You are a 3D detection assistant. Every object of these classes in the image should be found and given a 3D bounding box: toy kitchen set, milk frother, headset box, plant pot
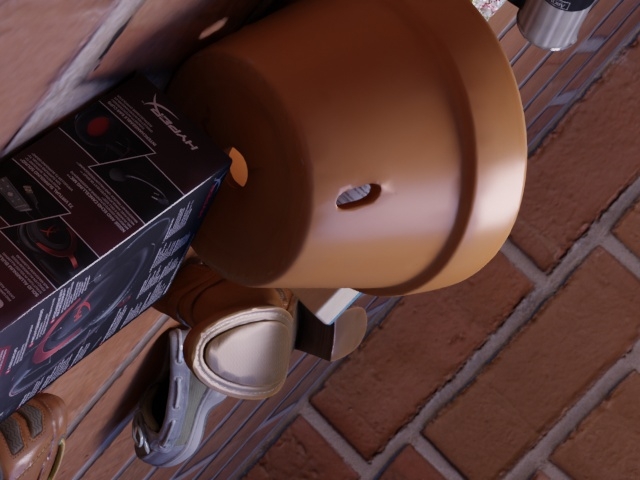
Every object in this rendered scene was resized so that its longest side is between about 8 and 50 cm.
[{"bbox_3d":[0.000,0.000,1.801,0.122,0.207,0.166,-45,151,-1],"label":"toy kitchen set"},{"bbox_3d":[0.307,-0.336,2.057,0.143,0.129,0.135,-34,163,-27],"label":"milk frother"},{"bbox_3d":[-0.227,0.032,1.278,0.293,0.110,0.218,-40,169,-36],"label":"headset box"},{"bbox_3d":[0.001,-0.077,1.400,0.203,0.291,0.291,-17,154,-39],"label":"plant pot"}]

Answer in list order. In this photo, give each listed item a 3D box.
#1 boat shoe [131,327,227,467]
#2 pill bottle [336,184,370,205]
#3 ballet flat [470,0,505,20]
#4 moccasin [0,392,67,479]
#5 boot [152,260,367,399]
[{"bbox_3d":[-0.202,0.211,2.262,0.320,0.103,0.118,127,-34,-52],"label":"boat shoe"},{"bbox_3d":[0.055,-0.060,2.018,0.283,0.160,0.160,-52,170,36],"label":"pill bottle"},{"bbox_3d":[0.198,-0.318,1.806,0.241,0.091,0.077,-53,145,15],"label":"ballet flat"},{"bbox_3d":[-0.365,0.292,1.777,0.147,0.139,0.380,-24,149,-45],"label":"moccasin"},{"bbox_3d":[-0.110,0.081,1.839,0.283,0.220,0.109,-18,120,-50],"label":"boot"}]
